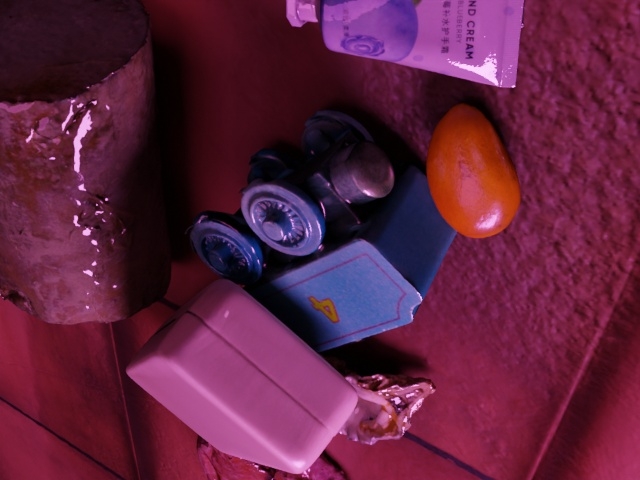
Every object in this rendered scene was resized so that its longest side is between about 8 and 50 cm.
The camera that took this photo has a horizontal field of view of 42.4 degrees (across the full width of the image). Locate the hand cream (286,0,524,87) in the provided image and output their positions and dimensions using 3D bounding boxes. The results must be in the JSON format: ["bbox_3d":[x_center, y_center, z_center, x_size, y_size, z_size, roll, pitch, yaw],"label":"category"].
[{"bbox_3d":[0.048,-0.135,0.488,0.142,0.053,0.084,12,132,19],"label":"hand cream"}]

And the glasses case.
[{"bbox_3d":[-0.086,0.123,0.723,0.144,0.076,0.336,41,161,-7],"label":"glasses case"}]

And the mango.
[{"bbox_3d":[0.097,-0.045,0.529,0.060,0.046,0.089,4,114,36],"label":"mango"}]

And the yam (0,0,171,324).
[{"bbox_3d":[-0.209,-0.051,0.693,0.168,0.168,0.304,26,136,20],"label":"yam"}]

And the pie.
[{"bbox_3d":[-0.047,0.289,0.943,0.218,0.054,0.204,-1,124,41],"label":"pie"}]

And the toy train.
[{"bbox_3d":[0.000,0.000,0.606,0.154,0.107,0.198,45,142,-15],"label":"toy train"}]

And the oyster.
[{"bbox_3d":[0.027,0.139,0.751,0.121,0.045,0.146,32,147,9],"label":"oyster"}]
